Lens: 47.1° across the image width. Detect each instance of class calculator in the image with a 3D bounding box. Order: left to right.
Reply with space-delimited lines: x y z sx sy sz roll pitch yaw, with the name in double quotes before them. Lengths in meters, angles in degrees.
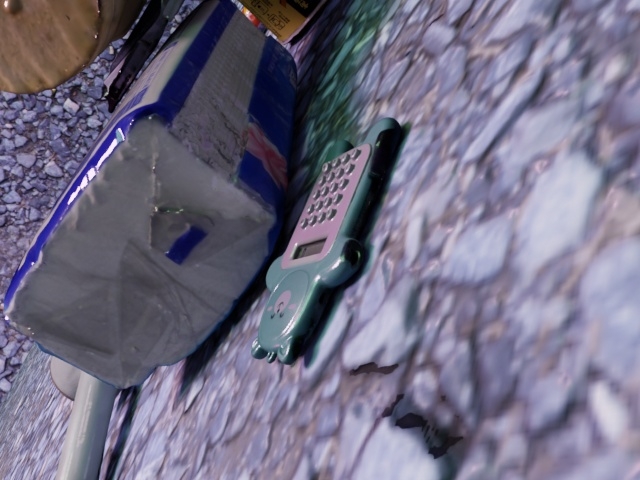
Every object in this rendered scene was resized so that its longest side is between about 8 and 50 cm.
"calculator" -0.112 -0.247 0.646 0.165 0.028 0.274 -20 44 57
"calculator" 0.000 0.000 0.388 0.094 0.019 0.141 -17 47 61

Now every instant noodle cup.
"instant noodle cup" -0.045 -0.301 0.774 0.151 0.122 0.151 -45 28 32

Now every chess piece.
"chess piece" -0.194 -0.231 0.632 0.137 0.137 0.301 -51 11 29

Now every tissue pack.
"tissue pack" -0.108 -0.048 0.568 0.209 0.137 0.270 -50 18 26

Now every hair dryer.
"hair dryer" -0.190 0.144 0.609 0.131 0.073 0.236 -47 26 34

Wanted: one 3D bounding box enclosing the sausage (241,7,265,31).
"sausage" -0.123 -0.276 1.065 0.050 0.048 0.145 47 114 30
